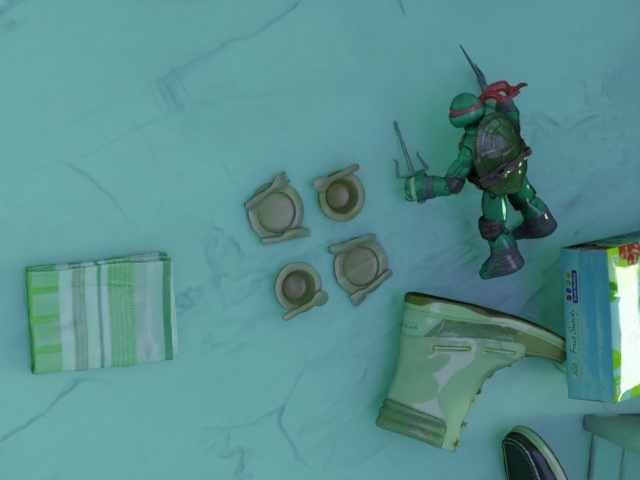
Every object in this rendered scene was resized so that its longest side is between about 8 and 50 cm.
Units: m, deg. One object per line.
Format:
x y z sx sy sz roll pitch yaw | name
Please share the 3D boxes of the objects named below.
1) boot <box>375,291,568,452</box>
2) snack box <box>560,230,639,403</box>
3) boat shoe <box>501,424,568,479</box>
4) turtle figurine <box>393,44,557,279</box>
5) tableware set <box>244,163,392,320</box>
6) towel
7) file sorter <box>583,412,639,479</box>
0.171 0.156 1.558 0.213 0.077 0.165 15 90 -23 | boot
0.362 0.081 1.602 0.207 0.070 0.174 -9 98 -45 | snack box
0.247 0.323 1.601 0.073 0.080 0.223 -27 109 -25 | boat shoe
0.175 -0.084 1.524 0.175 0.118 0.234 -34 112 -18 | turtle figurine
0.000 0.000 1.500 0.141 0.020 0.168 -22 103 -21 | tableware set
-0.218 0.074 1.408 0.152 0.023 0.113 -6 95 -23 | towel
0.448 0.310 1.585 0.193 0.278 0.173 2 97 -24 | file sorter
